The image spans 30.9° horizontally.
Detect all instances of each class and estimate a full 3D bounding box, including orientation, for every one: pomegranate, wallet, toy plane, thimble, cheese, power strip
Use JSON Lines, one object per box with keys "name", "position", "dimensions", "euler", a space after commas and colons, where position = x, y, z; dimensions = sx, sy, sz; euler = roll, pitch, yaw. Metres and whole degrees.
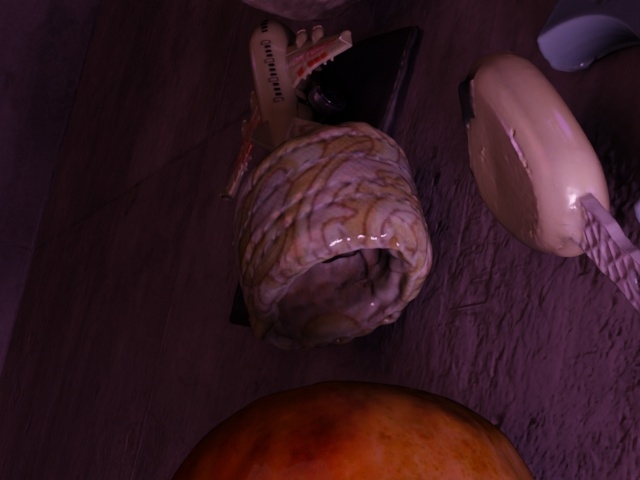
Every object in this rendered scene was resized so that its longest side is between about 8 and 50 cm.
{"name": "pomegranate", "position": [0.018, 0.224, 0.710], "dimensions": [0.252, 0.229, 0.271], "euler": [-23, 64, 50]}
{"name": "wallet", "position": [-0.008, -0.058, 1.193], "dimensions": [0.247, 0.041, 0.323], "euler": [0, 67, 64]}
{"name": "toy plane", "position": [-0.035, -0.148, 1.177], "dimensions": [0.229, 0.092, 0.244], "euler": [-49, 25, 33]}
{"name": "thimble", "position": [0.000, 0.000, 0.988], "dimensions": [0.190, 0.137, 0.143], "euler": [-32, 45, 21]}
{"name": "cheese", "position": [0.159, -0.024, 0.739], "dimensions": [0.251, 0.054, 0.127], "euler": [-118, 10, -53]}
{"name": "power strip", "position": [0.224, -0.116, 0.717], "dimensions": [0.168, 0.054, 0.253], "euler": [-59, 26, 28]}

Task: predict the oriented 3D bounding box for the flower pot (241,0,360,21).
{"name": "flower pot", "position": [0.011, -0.406, 1.132], "dimensions": [0.294, 0.293, 0.330], "euler": [-99, 28, -46]}
